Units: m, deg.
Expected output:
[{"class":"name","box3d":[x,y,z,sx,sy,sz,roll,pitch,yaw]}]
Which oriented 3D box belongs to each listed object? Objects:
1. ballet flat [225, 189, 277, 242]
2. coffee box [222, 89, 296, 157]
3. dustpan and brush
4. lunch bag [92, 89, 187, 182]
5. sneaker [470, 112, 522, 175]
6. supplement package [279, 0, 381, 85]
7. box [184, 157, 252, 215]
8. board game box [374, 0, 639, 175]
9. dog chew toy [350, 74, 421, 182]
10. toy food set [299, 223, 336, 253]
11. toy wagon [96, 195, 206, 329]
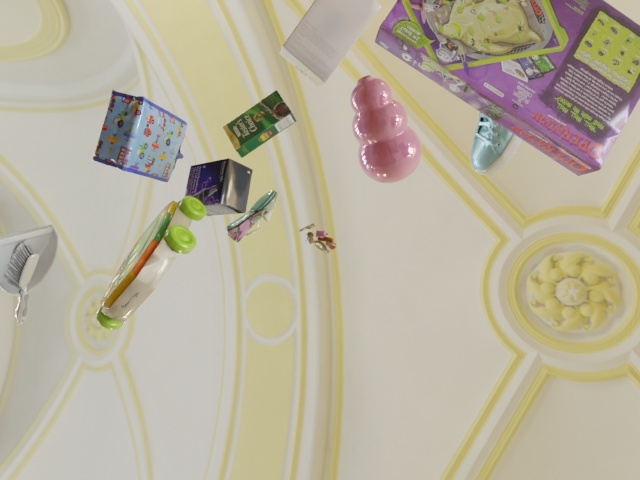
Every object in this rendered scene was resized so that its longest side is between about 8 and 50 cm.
[{"class":"ballet flat","box3d":[-0.219,-0.077,1.402,0.221,0.079,0.077,-43,-150,-19]},{"class":"coffee box","box3d":[-0.168,-0.317,1.131,0.184,0.040,0.113,-32,-122,4]},{"class":"dustpan and brush","box3d":[-0.617,0.082,0.861,0.060,0.147,0.211,32,-70,5]},{"class":"lunch bag","box3d":[-0.541,-0.313,1.343,0.138,0.293,0.221,19,-88,21]},{"class":"sneaker","box3d":[0.424,-0.340,1.005,0.135,0.150,0.366,-124,-137,-56]},{"class":"supplement package","box3d":[0.025,-0.686,1.361,0.177,0.175,0.293,36,-82,-16]},{"class":"box","box3d":[-0.336,-0.170,1.359,0.207,0.108,0.153,-2,-104,39]},{"class":"board game box","box3d":[0.274,-0.268,0.567,0.346,0.056,0.208,33,-99,-2]},{"class":"dog chew toy","box3d":[0.194,-0.353,1.317,0.206,0.207,0.332,-12,-62,24]},{"class":"toy food set","box3d":[0.000,0.000,1.166,0.078,0.122,0.019,-24,-137,37]},{"class":"toy wagon","box3d":[-0.347,0.018,0.872,0.267,0.068,0.344,-42,-153,21]}]
